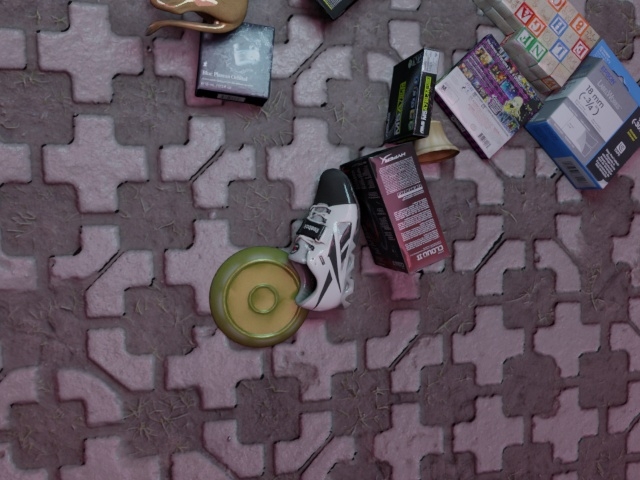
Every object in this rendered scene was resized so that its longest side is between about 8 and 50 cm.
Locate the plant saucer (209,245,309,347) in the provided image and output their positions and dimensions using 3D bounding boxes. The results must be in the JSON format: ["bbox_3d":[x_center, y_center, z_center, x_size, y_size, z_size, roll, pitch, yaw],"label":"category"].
[{"bbox_3d":[-0.134,0.133,1.362,0.241,0.037,0.240,-1,94,-15],"label":"plant saucer"}]

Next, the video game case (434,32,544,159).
[{"bbox_3d":[0.414,-0.356,1.468,0.210,0.042,0.232,-44,102,-8],"label":"video game case"}]

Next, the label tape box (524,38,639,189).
[{"bbox_3d":[0.725,-0.332,1.516,0.240,0.106,0.333,45,83,-13],"label":"label tape box"}]

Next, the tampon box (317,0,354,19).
[{"bbox_3d":[0.057,-0.577,1.299,0.161,0.120,0.101,-39,102,15],"label":"tampon box"}]

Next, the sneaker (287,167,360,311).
[{"bbox_3d":[0.000,0.000,1.327,0.146,0.123,0.330,-1,93,-35],"label":"sneaker"}]

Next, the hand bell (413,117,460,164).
[{"bbox_3d":[0.249,-0.314,1.415,0.126,0.126,0.241,-7,82,-14],"label":"hand bell"}]

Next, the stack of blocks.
[{"bbox_3d":[0.523,-0.534,1.461,0.297,0.087,0.171,40,84,-13],"label":"stack of blocks"}]

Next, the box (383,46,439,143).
[{"bbox_3d":[0.204,-0.322,1.345,0.045,0.184,0.190,7,93,-17],"label":"box"}]

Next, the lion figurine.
[{"bbox_3d":[-0.183,-0.551,1.202,0.240,0.142,0.391,22,90,-17],"label":"lion figurine"}]

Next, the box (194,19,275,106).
[{"bbox_3d":[-0.188,-0.389,1.289,0.156,0.093,0.158,5,91,-14],"label":"box"}]

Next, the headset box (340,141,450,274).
[{"bbox_3d":[0.167,-0.058,1.333,0.110,0.218,0.293,-22,97,-12],"label":"headset box"}]
